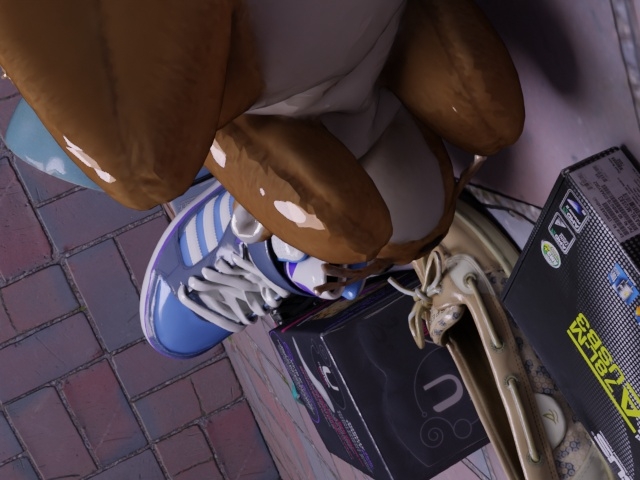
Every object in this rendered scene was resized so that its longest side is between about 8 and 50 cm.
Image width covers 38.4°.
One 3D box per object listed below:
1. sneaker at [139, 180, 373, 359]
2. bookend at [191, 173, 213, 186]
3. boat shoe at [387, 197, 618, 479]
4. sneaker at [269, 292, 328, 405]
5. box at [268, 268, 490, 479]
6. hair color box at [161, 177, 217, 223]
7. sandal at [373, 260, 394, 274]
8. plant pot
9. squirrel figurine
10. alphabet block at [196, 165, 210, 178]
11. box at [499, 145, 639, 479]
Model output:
[{"bbox_3d":[-0.060,0.026,0.898,0.130,0.323,0.236,33,-171,-26],"label":"sneaker"},{"bbox_3d":[-0.180,-0.164,1.320,0.157,0.156,0.072,67,167,-7],"label":"bookend"},{"bbox_3d":[0.127,0.079,0.701,0.285,0.089,0.104,58,166,29],"label":"boat shoe"},{"bbox_3d":[-0.016,0.128,1.280,0.295,0.124,0.178,65,175,-37],"label":"sneaker"},{"bbox_3d":[0.064,0.131,0.931,0.165,0.143,0.270,63,167,-2],"label":"box"},{"bbox_3d":[-0.286,-0.162,1.846,0.185,0.113,0.374,52,163,43],"label":"hair color box"},{"bbox_3d":[0.000,-0.001,1.064,0.120,0.086,0.303,64,167,-2],"label":"sandal"},{"bbox_3d":[-0.346,-0.221,1.502,0.290,0.290,0.195,47,122,53],"label":"plant pot"},{"bbox_3d":[-0.048,-0.145,0.597,0.397,0.281,0.370,38,175,24],"label":"squirrel figurine"},{"bbox_3d":[-0.169,-0.201,1.136,0.197,0.192,0.193,63,165,12],"label":"alphabet block"},{"bbox_3d":[0.188,0.068,0.544,0.191,0.045,0.184,60,164,22],"label":"box"}]
